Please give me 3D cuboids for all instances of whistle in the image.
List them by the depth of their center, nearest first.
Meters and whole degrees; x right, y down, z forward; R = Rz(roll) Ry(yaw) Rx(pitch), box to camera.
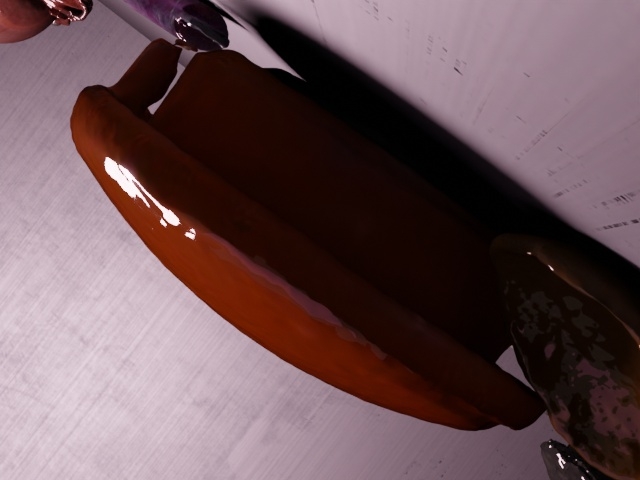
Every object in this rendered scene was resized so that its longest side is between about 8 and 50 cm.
[{"bbox_3d":[-0.111,-0.171,0.958,0.033,0.033,0.176,37,-178,-33],"label":"whistle"}]

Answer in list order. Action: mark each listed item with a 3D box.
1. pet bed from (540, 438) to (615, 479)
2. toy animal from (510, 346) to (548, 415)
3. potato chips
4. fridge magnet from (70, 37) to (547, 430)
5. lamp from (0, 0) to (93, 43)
[{"bbox_3d":[0.265,0.201,0.932,0.183,0.159,0.211,37,180,-13],"label":"pet bed"},{"bbox_3d":[0.201,0.086,1.226,0.217,0.073,0.176,42,-164,1],"label":"toy animal"},{"bbox_3d":[0.156,0.066,0.679,0.150,0.049,0.202,23,155,52],"label":"potato chips"},{"bbox_3d":[0.000,0.000,0.855,0.363,0.155,0.363,35,-179,-1],"label":"fridge magnet"},{"bbox_3d":[-0.361,-0.319,1.494,0.223,0.151,0.215,-19,146,37],"label":"lamp"}]
